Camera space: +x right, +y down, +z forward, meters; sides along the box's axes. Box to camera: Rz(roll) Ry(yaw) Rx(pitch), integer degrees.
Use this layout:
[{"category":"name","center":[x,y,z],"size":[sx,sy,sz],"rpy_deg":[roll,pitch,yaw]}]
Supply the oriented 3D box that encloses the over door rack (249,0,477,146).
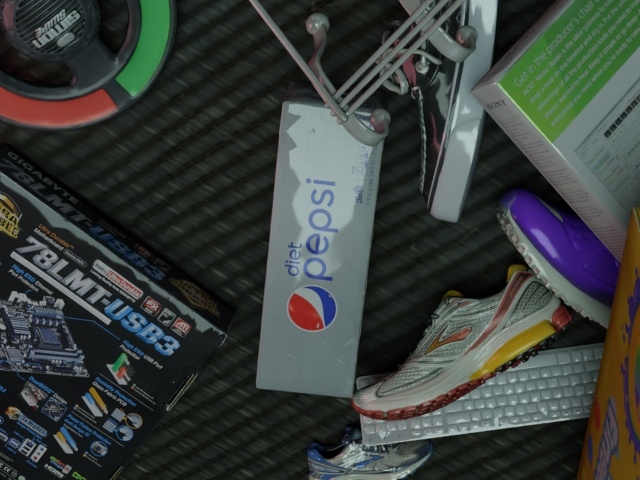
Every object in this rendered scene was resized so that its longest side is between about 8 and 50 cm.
[{"category":"over door rack","center":[0.018,-0.273,1.002],"size":[0.324,0.108,0.239],"rpy_deg":[48,121,2]}]

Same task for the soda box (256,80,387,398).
[{"category":"soda box","center":[0.000,0.000,1.170],"size":[0.098,0.091,0.286],"rpy_deg":[6,109,1]}]

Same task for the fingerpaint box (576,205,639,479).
[{"category":"fingerpaint box","center":[0.418,0.161,1.002],"size":[0.370,0.163,0.445],"rpy_deg":[-4,138,1]}]

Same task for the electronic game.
[{"category":"electronic game","center":[-0.244,-0.204,1.115],"size":[0.229,0.048,0.229],"rpy_deg":[-6,121,-9]}]

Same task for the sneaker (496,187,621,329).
[{"category":"sneaker","center":[0.302,0.019,1.157],"size":[0.293,0.102,0.146],"rpy_deg":[38,101,-12]}]

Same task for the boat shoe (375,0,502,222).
[{"category":"boat shoe","center":[0.103,-0.171,1.095],"size":[0.104,0.113,0.306],"rpy_deg":[7,106,9]}]

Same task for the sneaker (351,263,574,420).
[{"category":"sneaker","center":[0.128,0.103,1.199],"size":[0.225,0.088,0.093],"rpy_deg":[-30,75,0]}]

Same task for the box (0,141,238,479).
[{"category":"box","center":[-0.285,0.104,1.239],"size":[0.295,0.073,0.293],"rpy_deg":[36,107,-7]}]

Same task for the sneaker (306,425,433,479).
[{"category":"sneaker","center":[0.047,0.217,1.262],"size":[0.135,0.052,0.058],"rpy_deg":[-16,102,9]}]

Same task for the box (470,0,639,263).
[{"category":"box","center":[0.313,-0.093,1.076],"size":[0.232,0.058,0.322],"rpy_deg":[-46,103,-16]}]

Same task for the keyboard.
[{"category":"keyboard","center":[0.165,0.154,1.232],"size":[0.255,0.014,0.072],"rpy_deg":[-9,74,7]}]
